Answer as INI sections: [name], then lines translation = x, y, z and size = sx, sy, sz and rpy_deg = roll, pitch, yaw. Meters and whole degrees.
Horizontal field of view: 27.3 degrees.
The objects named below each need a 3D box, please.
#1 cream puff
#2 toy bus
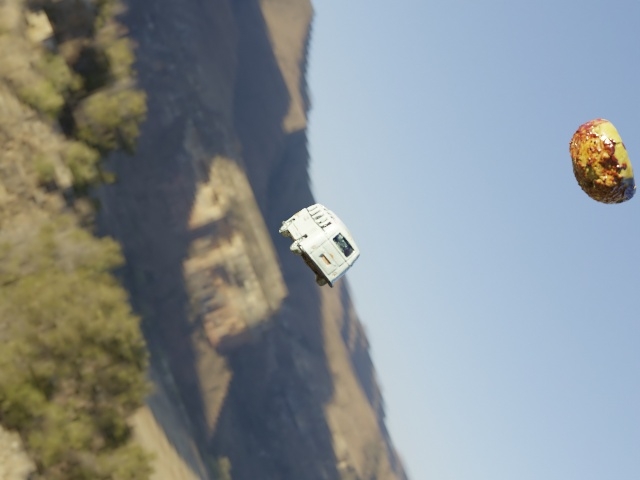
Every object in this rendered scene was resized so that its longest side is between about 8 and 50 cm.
[cream puff]
translation = 0.443, -0.123, 2.093
size = 0.149, 0.084, 0.149
rpy_deg = -23, 90, -84
[toy bus]
translation = 0.000, 0.000, 2.049
size = 0.087, 0.089, 0.194
rpy_deg = 51, 0, -17
